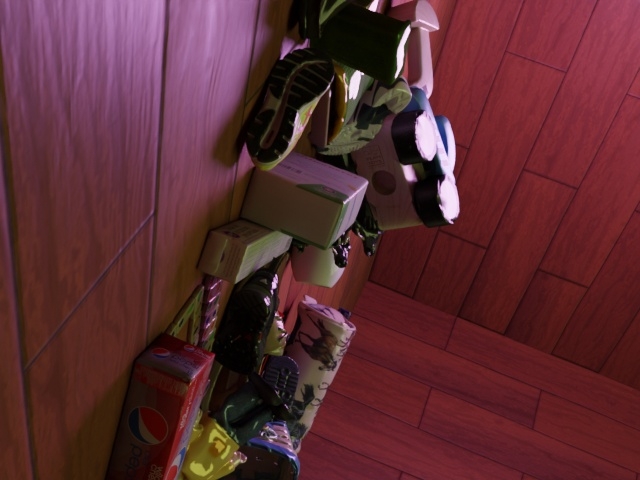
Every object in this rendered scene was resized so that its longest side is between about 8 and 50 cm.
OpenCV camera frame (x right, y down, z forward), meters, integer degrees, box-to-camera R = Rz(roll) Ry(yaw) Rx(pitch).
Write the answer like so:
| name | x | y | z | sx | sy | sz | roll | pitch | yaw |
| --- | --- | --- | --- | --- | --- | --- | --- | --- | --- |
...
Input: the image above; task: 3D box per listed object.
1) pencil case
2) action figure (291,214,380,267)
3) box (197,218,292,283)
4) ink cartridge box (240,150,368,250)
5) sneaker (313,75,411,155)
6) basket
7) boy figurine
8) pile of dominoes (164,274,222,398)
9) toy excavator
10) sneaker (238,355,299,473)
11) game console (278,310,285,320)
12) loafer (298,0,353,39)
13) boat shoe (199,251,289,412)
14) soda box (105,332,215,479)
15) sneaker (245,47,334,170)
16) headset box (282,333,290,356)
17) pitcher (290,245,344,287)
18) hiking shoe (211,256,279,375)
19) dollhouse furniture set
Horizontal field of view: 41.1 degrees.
| name | x | y | z | sx | sy | sz | roll | pitch | yaw |
| --- | --- | --- | --- | --- | --- | --- | --- | --- | --- |
| pencil case | -0.056 | 0.356 | 2.223 | 0.410 | 0.159 | 0.183 | -66 | -155 | 9 |
| action figure | 0.004 | -0.040 | 1.659 | 0.275 | 0.164 | 0.141 | 30 | 39 | -58 |
| box | -0.107 | 0.001 | 1.373 | 0.324 | 0.063 | 0.067 | -37 | 147 | -75 |
| ink cartridge box | -0.021 | -0.072 | 1.424 | 0.212 | 0.154 | 0.093 | -47 | 157 | -69 |
| sneaker | 0.066 | -0.281 | 1.675 | 0.235 | 0.094 | 0.153 | -42 | -131 | 39 |
| basket | -0.164 | 0.439 | 1.528 | 0.289 | 0.254 | 0.201 | -92 | -167 | -64 |
| boy figurine | -0.187 | 0.335 | 1.391 | 0.285 | 0.092 | 0.177 | -39 | 134 | -18 |
| pile of dominoes | -0.191 | 0.167 | 1.347 | 0.196 | 0.040 | 0.251 | -60 | 169 | -45 |
| toy excavator | 0.188 | -0.274 | 1.879 | 0.445 | 0.222 | 0.433 | -47 | 121 | -53 |
| sneaker | -0.145 | 0.435 | 2.088 | 0.319 | 0.112 | 0.131 | -66 | -164 | -12 |
| game console | -0.178 | 0.331 | 1.853 | 0.342 | 0.060 | 0.387 | 78 | 34 | -86 |
| loafer | 0.031 | -0.379 | 1.236 | 0.080 | 0.078 | 0.220 | 91 | 22 | -68 |
| boat shoe | -0.118 | 0.174 | 1.554 | 0.122 | 0.119 | 0.324 | 46 | 66 | -81 |
| soda box | -0.230 | 0.268 | 1.197 | 0.092 | 0.083 | 0.263 | -50 | 161 | -65 |
| sneaker | -0.050 | -0.190 | 1.245 | 0.208 | 0.081 | 0.094 | -59 | 176 | -18 |
| headset box | -0.097 | 0.294 | 2.321 | 0.062 | 0.032 | 0.083 | -30 | 140 | -77 |
| pitcher | 0.000 | 0.000 | 1.941 | 0.178 | 0.125 | 0.207 | 155 | -53 | -79 |
| hiking shoe | -0.105 | 0.128 | 1.366 | 0.114 | 0.086 | 0.227 | -56 | 175 | -42 |
| dollhouse furniture set | 0.090 | -0.292 | 1.421 | 0.197 | 0.151 | 0.302 | -52 | 159 | -36 |
